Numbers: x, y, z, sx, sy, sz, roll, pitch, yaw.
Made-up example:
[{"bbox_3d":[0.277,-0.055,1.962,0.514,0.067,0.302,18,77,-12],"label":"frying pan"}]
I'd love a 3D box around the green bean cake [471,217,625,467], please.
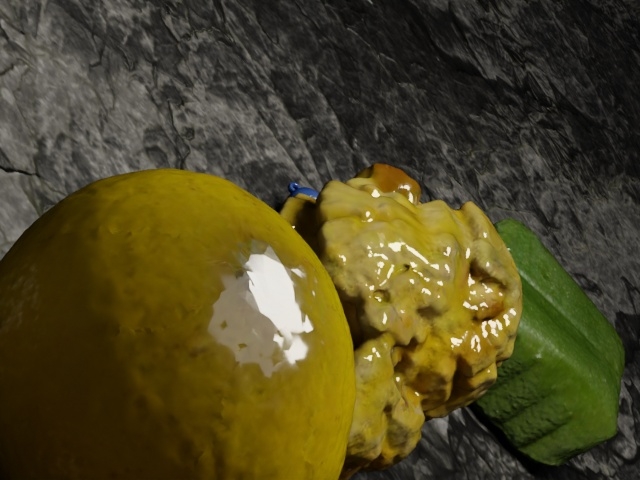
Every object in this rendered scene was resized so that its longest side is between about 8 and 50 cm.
[{"bbox_3d":[0.233,0.120,2.165,0.248,0.125,0.222,46,28,-15],"label":"green bean cake"}]

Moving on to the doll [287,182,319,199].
[{"bbox_3d":[0.000,0.000,1.974,0.098,0.057,0.143,-10,65,-41],"label":"doll"}]

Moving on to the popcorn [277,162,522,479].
[{"bbox_3d":[0.054,0.071,1.797,0.265,0.225,0.332,48,46,-21],"label":"popcorn"}]

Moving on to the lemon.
[{"bbox_3d":[-0.115,0.098,1.393,0.297,0.297,0.297,41,28,-28],"label":"lemon"}]
